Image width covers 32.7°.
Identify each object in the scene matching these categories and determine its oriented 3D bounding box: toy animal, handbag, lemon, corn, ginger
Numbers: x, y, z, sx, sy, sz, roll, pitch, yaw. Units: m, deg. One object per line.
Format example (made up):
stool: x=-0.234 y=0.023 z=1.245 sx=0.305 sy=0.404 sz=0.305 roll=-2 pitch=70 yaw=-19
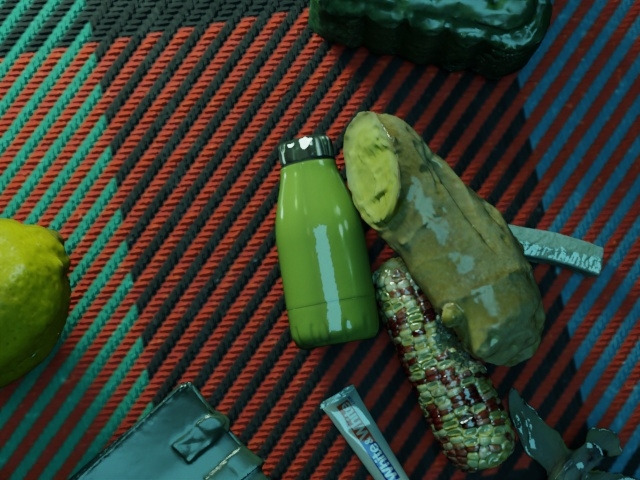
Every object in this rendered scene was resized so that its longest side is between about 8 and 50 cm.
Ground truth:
toy animal: x=0.296 y=0.288 z=1.344 sx=0.219 sy=0.095 sz=0.155 roll=41 pitch=80 yaw=3
handbag: x=-0.173 y=0.337 z=1.327 sx=0.260 sy=0.079 sz=0.247 roll=-41 pitch=88 yaw=-6
lemon: x=-0.406 y=0.078 z=1.281 sx=0.260 sy=0.204 sz=0.204 roll=-41 pitch=87 yaw=-9
corn: x=0.149 y=0.150 z=1.352 sx=0.098 sy=0.098 sz=0.290 roll=-24 pitch=82 yaw=-5
ginger: x=0.147 y=-0.009 z=1.301 sx=0.354 sy=0.126 sz=0.190 roll=51 pitch=49 yaw=1

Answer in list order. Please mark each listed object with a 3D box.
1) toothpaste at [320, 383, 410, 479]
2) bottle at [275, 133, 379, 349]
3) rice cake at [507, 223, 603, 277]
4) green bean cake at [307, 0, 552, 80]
toothpaste: x=0.079 y=0.284 z=1.368 sx=0.052 sy=0.033 sz=0.218 roll=-32 pitch=82 yaw=-11
bottle: x=0.000 y=0.000 z=1.352 sx=0.112 sy=0.112 sz=0.260 roll=-9 pitch=84 yaw=-3
rice cake: x=0.240 y=0.003 z=1.397 sx=0.245 sy=0.042 sz=0.045 roll=11 pitch=82 yaw=-1
green bean cake: x=0.153 y=-0.384 z=1.372 sx=0.300 sy=0.169 sz=0.308 roll=11 pitch=82 yaw=-1
